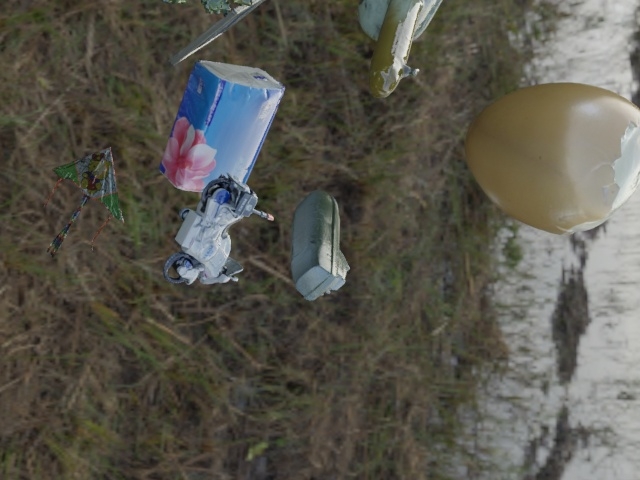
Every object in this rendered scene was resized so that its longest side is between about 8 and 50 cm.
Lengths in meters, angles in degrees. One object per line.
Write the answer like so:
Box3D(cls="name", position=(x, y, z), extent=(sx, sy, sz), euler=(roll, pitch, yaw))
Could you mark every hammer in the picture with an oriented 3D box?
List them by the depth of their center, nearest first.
Box3D(cls="hammer", position=(0.110, -0.302, 1.305), extent=(0.113, 0.202, 0.305), euler=(20, 48, -6))

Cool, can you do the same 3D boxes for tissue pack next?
Box3D(cls="tissue pack", position=(-0.210, -0.242, 2.078), extent=(0.209, 0.137, 0.269), euler=(-3, 123, -50))

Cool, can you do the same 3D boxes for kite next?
Box3D(cls="kite", position=(-0.435, -0.065, 1.752), extent=(0.244, 0.198, 0.006), euler=(-58, 159, 16))

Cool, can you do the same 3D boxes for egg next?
Box3D(cls="egg", position=(0.312, -0.114, 1.275), extent=(0.201, 0.245, 0.201), euler=(-47, 146, -46))

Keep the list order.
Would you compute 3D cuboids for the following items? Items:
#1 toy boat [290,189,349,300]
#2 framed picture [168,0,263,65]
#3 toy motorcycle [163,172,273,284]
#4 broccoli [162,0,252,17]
Box3D(cls="toy boat", position=(0.000, 0.000, 1.425), extent=(0.085, 0.078, 0.260), euler=(39, 24, -21))
Box3D(cls="framed picture", position=(-0.191, -0.442, 1.929), extent=(0.023, 0.189, 0.260), euler=(53, 29, -11))
Box3D(cls="toy motorcycle", position=(-0.183, -0.011, 1.707), extent=(0.150, 0.102, 0.221), euler=(20, 102, -42))
Box3D(cls="broccoli", position=(-0.102, -0.324, 1.097), extent=(0.167, 0.160, 0.154), euler=(-2, 126, -23))
